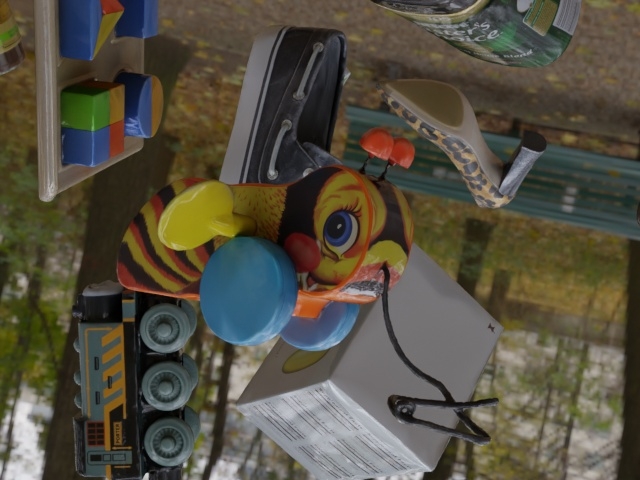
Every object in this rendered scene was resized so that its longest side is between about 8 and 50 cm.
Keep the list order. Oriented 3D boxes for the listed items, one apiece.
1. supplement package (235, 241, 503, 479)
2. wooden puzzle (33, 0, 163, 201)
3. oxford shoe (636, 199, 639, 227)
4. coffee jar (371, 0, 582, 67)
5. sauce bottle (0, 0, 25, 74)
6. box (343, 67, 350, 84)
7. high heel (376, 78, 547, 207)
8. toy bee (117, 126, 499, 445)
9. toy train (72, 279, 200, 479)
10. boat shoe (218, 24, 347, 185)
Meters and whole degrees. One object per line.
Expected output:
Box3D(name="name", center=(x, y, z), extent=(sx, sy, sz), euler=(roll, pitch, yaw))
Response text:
Box3D(name="supplement package", center=(0.051, 0.139, 1.032), extent=(0.149, 0.194, 0.203), euler=(43, 146, -14))
Box3D(name="wooden puzzle", center=(-0.282, -0.245, 1.267), extent=(0.081, 0.322, 0.348), euler=(7, -160, 8))
Box3D(name="oxford shoe", center=(0.371, -0.110, 0.918), extent=(0.098, 0.271, 0.097), euler=(3, -142, -26))
Box3D(name="coffee jar", center=(0.095, -0.169, 0.611), extent=(0.096, 0.079, 0.184), euler=(18, -174, 33))
Box3D(name="sauce bottle", center=(-0.522, -0.403, 1.344), extent=(0.112, 0.344, 0.111), euler=(-7, -146, 5))
Box3D(name="box", center=(-0.027, -0.267, 1.545), extent=(0.102, 0.101, 0.087), euler=(50, 156, 4))
Box3D(name="high heel", center=(0.184, -0.136, 1.409), extent=(0.261, 0.093, 0.186), euler=(24, 149, 0))
Box3D(name="toy bee", center=(0.000, 0.000, 0.638), extent=(0.298, 0.162, 0.195), euler=(18, -178, 15))
Box3D(name="toy train", center=(-0.289, 0.219, 1.467), extent=(0.190, 0.333, 0.142), euler=(-2, -176, -2))
Box3D(name="boat shoe", center=(-0.030, -0.074, 0.964), extent=(0.102, 0.301, 0.108), euler=(6, 170, 25))
